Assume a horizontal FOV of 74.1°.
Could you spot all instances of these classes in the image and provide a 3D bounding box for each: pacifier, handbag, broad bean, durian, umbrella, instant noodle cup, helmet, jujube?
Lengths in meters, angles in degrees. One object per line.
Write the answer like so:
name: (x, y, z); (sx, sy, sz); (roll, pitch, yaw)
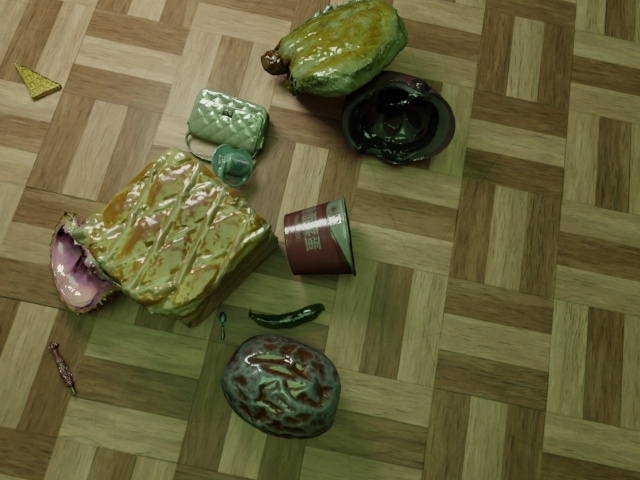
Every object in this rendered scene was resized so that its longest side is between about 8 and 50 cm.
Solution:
pacifier: (-0.280, -0.225, 1.286); (0.117, 0.150, 0.126); (8, 99, 39)
handbag: (-0.299, -0.345, 1.341); (0.256, 0.079, 0.219); (18, 89, 3)
broad bean: (-0.099, 0.222, 1.239); (0.227, 0.039, 0.069); (-2, 71, -3)
durian: (-0.668, 0.077, 1.209); (0.341, 0.112, 0.191); (45, 108, 21)
umbrella: (-0.719, 0.356, 1.182); (0.027, 0.025, 0.165); (-36, 79, 12)
instant noodle cup: (0.000, 0.000, 1.209); (0.179, 0.235, 0.234); (-9, 78, 4)
helmet: (0.227, -0.392, 1.302); (0.339, 0.271, 0.197); (5, 47, -3)
jujube: (-0.104, 0.378, 1.112); (0.308, 0.215, 0.246); (10, 76, 0)

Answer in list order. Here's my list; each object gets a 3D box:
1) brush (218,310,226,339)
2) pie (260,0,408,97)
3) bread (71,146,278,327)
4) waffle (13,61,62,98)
brush: (-0.286, 0.248, 1.237); (0.024, 0.008, 0.083); (-2, 77, -7)
pie: (0.058, -0.559, 1.266); (0.395, 0.180, 0.418); (-41, 43, -10)
bread: (-0.369, -0.009, 1.160); (0.371, 0.279, 0.390); (44, 76, 5)
waffle: (-0.919, -0.536, 1.377); (0.097, 0.023, 0.152); (-31, 80, -11)
